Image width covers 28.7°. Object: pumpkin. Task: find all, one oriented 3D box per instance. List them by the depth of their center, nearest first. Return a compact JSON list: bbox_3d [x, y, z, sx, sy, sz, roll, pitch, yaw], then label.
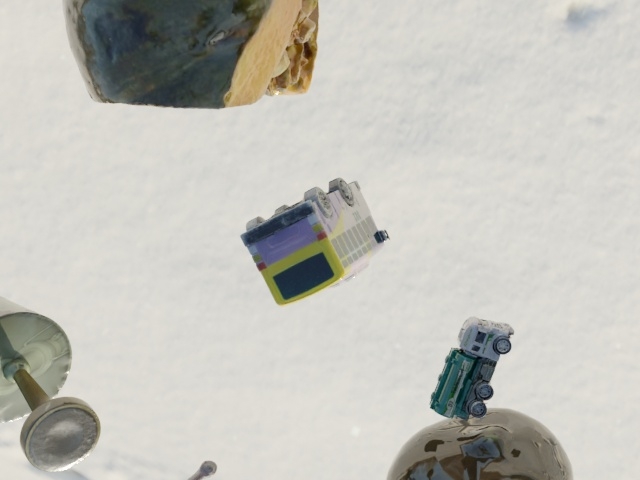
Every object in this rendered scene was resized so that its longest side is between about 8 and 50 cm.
[{"bbox_3d":[-0.122,-0.241,1.201,0.256,0.303,0.225,6,98,18],"label":"pumpkin"}]

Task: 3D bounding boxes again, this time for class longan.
[{"bbox_3d":[0.158,0.253,1.247,0.189,0.189,0.189,18,142,15],"label":"longan"}]

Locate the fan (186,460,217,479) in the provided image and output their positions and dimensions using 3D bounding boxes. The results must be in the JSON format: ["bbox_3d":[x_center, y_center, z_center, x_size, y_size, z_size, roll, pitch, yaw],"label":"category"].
[{"bbox_3d":[-0.249,0.377,1.623,0.057,0.282,0.023,44,161,17],"label":"fan"}]

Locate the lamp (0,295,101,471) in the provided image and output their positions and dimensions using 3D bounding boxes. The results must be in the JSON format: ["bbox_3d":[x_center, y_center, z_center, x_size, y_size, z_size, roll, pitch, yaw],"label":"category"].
[{"bbox_3d":[-0.286,0.130,1.187,0.215,0.121,0.121,39,160,49],"label":"lamp"}]

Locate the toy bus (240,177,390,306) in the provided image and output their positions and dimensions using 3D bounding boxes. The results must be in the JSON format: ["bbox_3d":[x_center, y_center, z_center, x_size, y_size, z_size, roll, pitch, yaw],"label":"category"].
[{"bbox_3d":[0.000,0.000,0.726,0.052,0.102,0.058,-26,91,19],"label":"toy bus"}]

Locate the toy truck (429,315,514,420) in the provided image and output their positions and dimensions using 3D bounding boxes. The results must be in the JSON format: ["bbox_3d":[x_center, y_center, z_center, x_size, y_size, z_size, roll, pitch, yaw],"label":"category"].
[{"bbox_3d":[0.116,0.099,0.966,0.044,0.039,0.083,19,99,-1],"label":"toy truck"}]
